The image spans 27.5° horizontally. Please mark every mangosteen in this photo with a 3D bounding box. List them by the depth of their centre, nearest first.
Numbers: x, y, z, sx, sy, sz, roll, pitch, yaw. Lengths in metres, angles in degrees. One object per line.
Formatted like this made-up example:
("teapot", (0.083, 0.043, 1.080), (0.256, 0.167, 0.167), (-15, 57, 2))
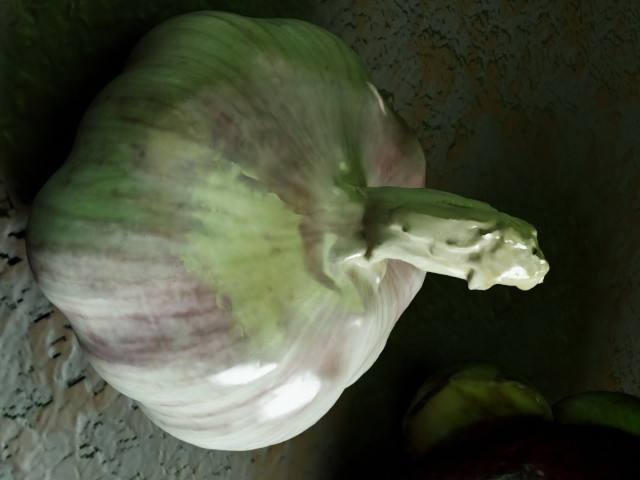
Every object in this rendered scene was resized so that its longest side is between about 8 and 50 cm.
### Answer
("mangosteen", (0.167, 0.251, 0.899), (0.330, 0.330, 0.330), (-12, 107, -44))

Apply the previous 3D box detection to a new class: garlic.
("garlic", (0.000, 0.000, 0.706), (0.245, 0.253, 0.245), (-13, 107, -53))
